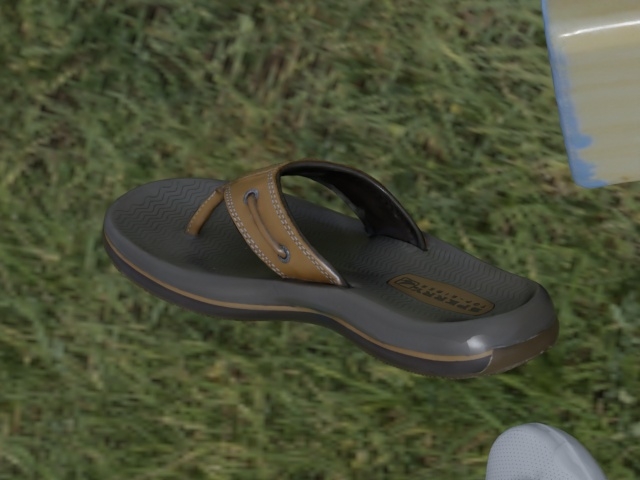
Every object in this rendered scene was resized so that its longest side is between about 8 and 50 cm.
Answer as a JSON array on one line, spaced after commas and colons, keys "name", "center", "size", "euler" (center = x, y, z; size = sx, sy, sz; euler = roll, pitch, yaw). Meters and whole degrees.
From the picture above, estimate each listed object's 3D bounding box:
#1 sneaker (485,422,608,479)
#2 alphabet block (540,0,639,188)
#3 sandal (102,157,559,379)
[{"name": "sneaker", "center": [0.139, 0.236, 1.231], "size": [0.108, 0.169, 0.292], "euler": [-37, 42, 30]}, {"name": "alphabet block", "center": [0.221, -0.159, 0.937], "size": [0.197, 0.192, 0.193], "euler": [-7, 68, 10]}, {"name": "sandal", "center": [0.000, 0.000, 0.709], "size": [0.219, 0.090, 0.060], "euler": [19, 125, 39]}]
